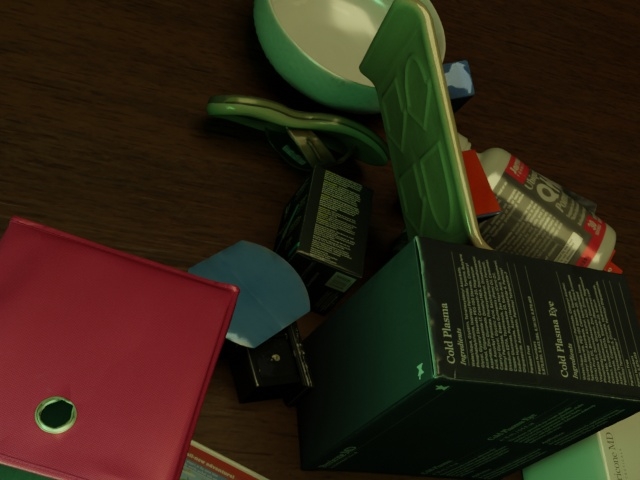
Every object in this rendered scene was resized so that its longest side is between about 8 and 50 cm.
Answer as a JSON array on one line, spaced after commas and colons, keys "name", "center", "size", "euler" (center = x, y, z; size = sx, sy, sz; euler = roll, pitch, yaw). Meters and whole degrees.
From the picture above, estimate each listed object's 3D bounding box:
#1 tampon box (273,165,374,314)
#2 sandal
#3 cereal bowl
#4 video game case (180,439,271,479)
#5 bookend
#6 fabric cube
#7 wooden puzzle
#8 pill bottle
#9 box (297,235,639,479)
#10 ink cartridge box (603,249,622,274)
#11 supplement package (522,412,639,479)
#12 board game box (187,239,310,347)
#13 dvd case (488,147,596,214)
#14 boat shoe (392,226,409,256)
[{"name": "tampon box", "center": [0.000, 0.000, 1.359], "size": [0.101, 0.120, 0.161], "euler": [23, 51, -14]}, {"name": "sandal", "center": [-0.036, -0.154, 1.466], "size": [0.303, 0.120, 0.086], "euler": [12, 82, -21]}, {"name": "cereal bowl", "center": [0.034, -0.344, 1.594], "size": [0.339, 0.141, 0.339], "euler": [15, 53, -21]}, {"name": "video game case", "center": [-0.188, 0.359, 1.078], "size": [0.204, 0.025, 0.285], "euler": [30, 50, -9]}, {"name": "bookend", "center": [-0.109, 0.141, 1.236], "size": [0.157, 0.072, 0.156], "euler": [-1, 61, -30]}, {"name": "fabric cube", "center": [-0.253, 0.176, 0.987], "size": [0.254, 0.259, 0.258], "euler": [18, 52, -4]}, {"name": "wooden puzzle", "center": [0.157, -0.126, 1.294], "size": [0.080, 0.322, 0.348], "euler": [-16, 85, -8]}, {"name": "pill bottle", "center": [0.294, -0.037, 1.511], "size": [0.318, 0.176, 0.176], "euler": [36, 49, -2]}, {"name": "box", "center": [0.178, 0.168, 1.201], "size": [0.312, 0.343, 0.179], "euler": [10, 57, -25]}, {"name": "ink cartridge box", "center": [0.494, 0.029, 1.681], "size": [0.115, 0.029, 0.063], "euler": [40, 50, 1]}, {"name": "supplement package", "center": [0.461, 0.329, 1.367], "size": [0.293, 0.175, 0.177], "euler": [11, 56, -23]}, {"name": "board game box", "center": [-0.098, 0.074, 1.218], "size": [0.133, 0.033, 0.169], "euler": [46, 44, 12]}, {"name": "dvd case", "center": [0.373, -0.059, 1.659], "size": [0.221, 0.018, 0.164], "euler": [27, 50, 0]}, {"name": "boat shoe", "center": [0.209, 0.060, 1.474], "size": [0.219, 0.078, 0.070], "euler": [32, 48, 3]}]
